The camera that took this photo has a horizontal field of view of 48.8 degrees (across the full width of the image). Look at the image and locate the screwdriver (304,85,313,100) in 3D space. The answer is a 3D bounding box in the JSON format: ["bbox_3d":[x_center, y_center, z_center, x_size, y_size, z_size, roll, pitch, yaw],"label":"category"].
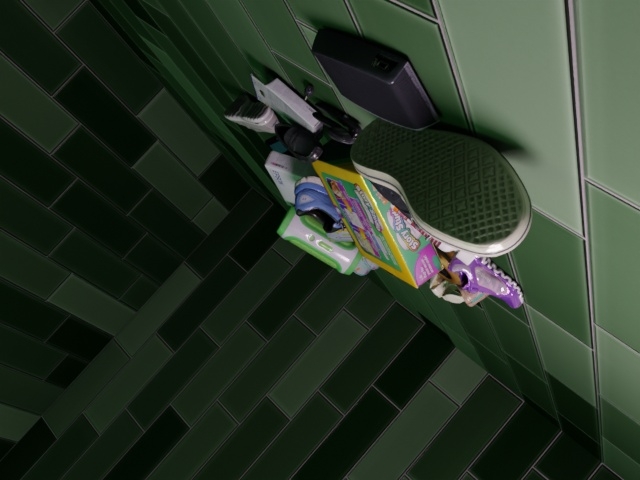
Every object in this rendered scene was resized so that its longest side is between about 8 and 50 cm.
[{"bbox_3d":[-0.032,-0.363,1.775,0.170,0.024,0.025,150,100,-86],"label":"screwdriver"}]

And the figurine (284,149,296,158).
[{"bbox_3d":[-0.003,-0.212,2.407,0.209,0.092,0.215,33,171,33],"label":"figurine"}]

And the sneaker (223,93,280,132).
[{"bbox_3d":[-0.227,-0.403,2.344,0.115,0.105,0.281,46,172,-37],"label":"sneaker"}]

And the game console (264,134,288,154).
[{"bbox_3d":[-0.121,-0.316,2.478,0.122,0.107,0.071,52,-164,-58],"label":"game console"}]

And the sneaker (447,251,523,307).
[{"bbox_3d":[0.419,0.104,1.824,0.236,0.104,0.095,42,173,-10],"label":"sneaker"}]

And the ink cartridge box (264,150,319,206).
[{"bbox_3d":[0.007,-0.150,2.311,0.330,0.071,0.324,22,165,19],"label":"ink cartridge box"}]

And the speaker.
[{"bbox_3d":[0.000,0.000,2.450,0.297,0.131,0.131,31,175,-5],"label":"speaker"}]

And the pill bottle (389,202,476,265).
[{"bbox_3d":[0.272,-0.052,1.558,0.221,0.121,0.121,41,174,9],"label":"pill bottle"}]

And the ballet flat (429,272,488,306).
[{"bbox_3d":[0.394,0.129,2.150,0.107,0.106,0.316,44,174,-18],"label":"ballet flat"}]

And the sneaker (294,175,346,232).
[{"bbox_3d":[0.071,-0.078,2.121,0.330,0.147,0.130,14,159,-12],"label":"sneaker"}]

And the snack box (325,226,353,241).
[{"bbox_3d":[0.122,-0.047,2.302,0.207,0.070,0.174,1,166,7],"label":"snack box"}]

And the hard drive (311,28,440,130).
[{"bbox_3d":[0.093,-0.293,1.295,0.255,0.054,0.172,36,172,44],"label":"hard drive"}]

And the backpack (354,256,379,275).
[{"bbox_3d":[0.160,0.035,2.596,0.144,0.188,0.166,36,171,47],"label":"backpack"}]

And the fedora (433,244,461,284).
[{"bbox_3d":[0.343,0.041,1.970,0.194,0.079,0.194,41,174,6],"label":"fedora"}]

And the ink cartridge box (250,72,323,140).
[{"bbox_3d":[-0.087,-0.369,1.946,0.224,0.045,0.223,40,176,2],"label":"ink cartridge box"}]

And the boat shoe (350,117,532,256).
[{"bbox_3d":[0.225,-0.097,1.299,0.156,0.187,0.500,40,-179,-33],"label":"boat shoe"}]

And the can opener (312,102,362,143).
[{"bbox_3d":[0.037,-0.289,1.712,0.073,0.059,0.186,12,-153,-41],"label":"can opener"}]

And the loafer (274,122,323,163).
[{"bbox_3d":[-0.065,-0.270,1.931,0.078,0.076,0.223,34,-176,-35],"label":"loafer"}]

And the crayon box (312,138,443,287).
[{"bbox_3d":[0.146,-0.081,1.893,0.363,0.106,0.313,61,165,-26],"label":"crayon box"}]
